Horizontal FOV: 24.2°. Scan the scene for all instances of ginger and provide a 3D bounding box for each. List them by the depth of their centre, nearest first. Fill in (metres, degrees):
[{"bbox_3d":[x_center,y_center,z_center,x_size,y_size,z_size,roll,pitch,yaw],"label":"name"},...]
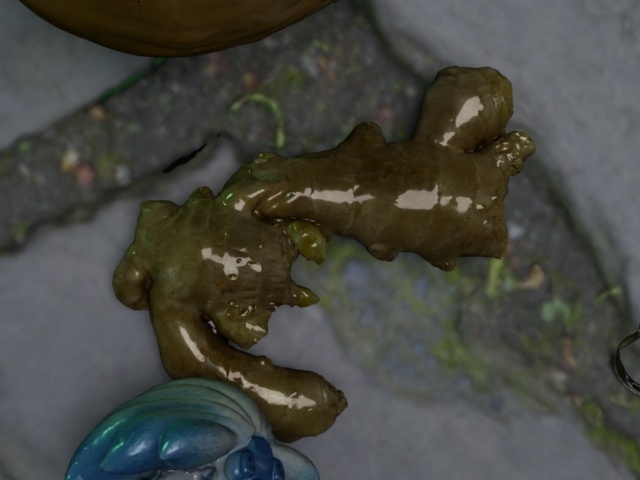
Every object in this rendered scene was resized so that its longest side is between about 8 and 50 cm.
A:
[{"bbox_3d":[0.000,0.000,0.688,0.176,0.052,0.193,12,89,-13],"label":"ginger"}]

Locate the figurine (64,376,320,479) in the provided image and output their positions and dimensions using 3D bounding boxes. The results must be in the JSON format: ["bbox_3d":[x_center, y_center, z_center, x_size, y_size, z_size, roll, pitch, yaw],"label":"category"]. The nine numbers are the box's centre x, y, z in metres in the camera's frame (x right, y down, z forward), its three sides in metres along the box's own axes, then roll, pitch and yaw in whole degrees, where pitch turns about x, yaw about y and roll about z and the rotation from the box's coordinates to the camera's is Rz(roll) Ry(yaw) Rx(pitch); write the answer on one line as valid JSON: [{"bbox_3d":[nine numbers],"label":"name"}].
[{"bbox_3d":[-0.065,0.103,0.657,0.114,0.114,0.079,-5,70,-13],"label":"figurine"}]

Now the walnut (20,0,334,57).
[{"bbox_3d":[-0.047,-0.181,0.613,0.226,0.193,0.193,-41,99,-13],"label":"walnut"}]

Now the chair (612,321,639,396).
[{"bbox_3d":[0.291,-0.046,0.717,0.160,0.170,0.325,27,128,-16],"label":"chair"}]
